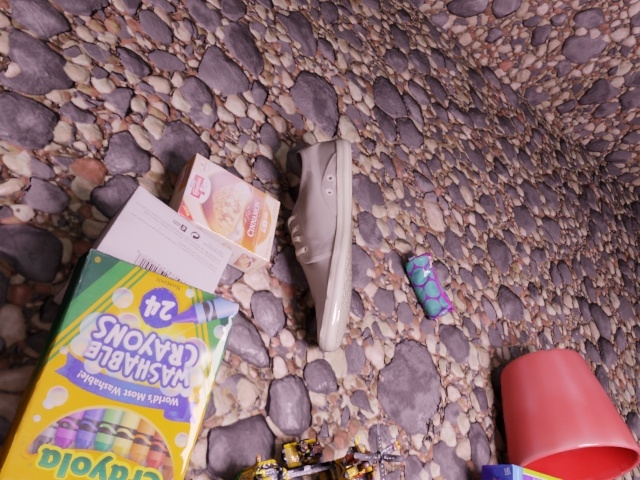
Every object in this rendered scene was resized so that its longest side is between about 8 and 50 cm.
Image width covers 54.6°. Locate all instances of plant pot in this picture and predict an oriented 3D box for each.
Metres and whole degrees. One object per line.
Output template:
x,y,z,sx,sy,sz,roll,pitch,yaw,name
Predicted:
0.527,0.391,1.377,0.275,0.275,0.243,25,41,-31,plant pot

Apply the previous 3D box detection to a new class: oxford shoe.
0.000,0.000,1.219,0.130,0.169,0.449,0,66,2,oxford shoe

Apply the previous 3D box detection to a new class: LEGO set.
0.027,0.431,0.874,0.255,0.192,0.331,10,59,-31,LEGO set

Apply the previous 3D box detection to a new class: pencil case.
0.250,0.104,1.426,0.064,0.070,0.152,-10,73,-47,pencil case

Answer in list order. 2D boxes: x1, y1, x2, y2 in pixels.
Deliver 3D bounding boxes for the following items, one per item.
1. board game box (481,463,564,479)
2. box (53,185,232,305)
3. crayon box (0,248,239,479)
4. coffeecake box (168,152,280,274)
0.411,0.630,1.186,0.233,0.078,0.347,25,58,-31,board game box
-0.257,0.052,0.926,0.181,0.119,0.182,38,43,-20,box
-0.249,0.198,0.759,0.203,0.083,0.323,24,72,-24,crayon box
-0.174,-0.046,1.113,0.185,0.068,0.142,30,48,-27,coffeecake box
